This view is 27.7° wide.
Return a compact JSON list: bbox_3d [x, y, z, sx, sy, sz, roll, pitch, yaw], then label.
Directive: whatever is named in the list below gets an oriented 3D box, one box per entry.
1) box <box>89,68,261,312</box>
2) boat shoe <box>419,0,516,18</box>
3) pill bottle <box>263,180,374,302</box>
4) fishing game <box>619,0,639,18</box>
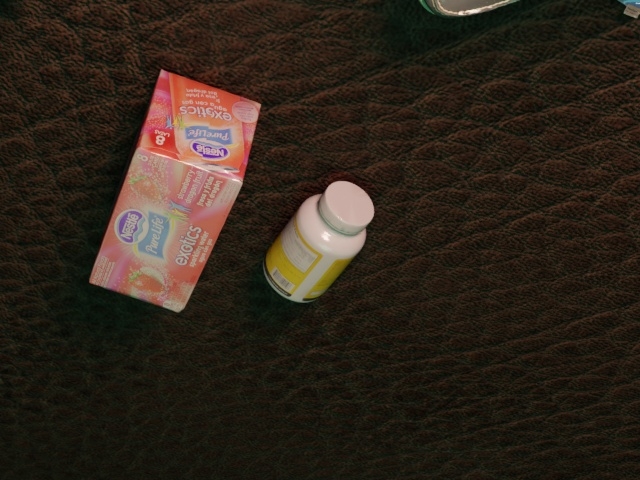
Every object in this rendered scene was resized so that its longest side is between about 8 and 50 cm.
[{"bbox_3d":[-0.198,-0.059,1.735,0.142,0.154,0.300,18,139,-10],"label":"box"},{"bbox_3d":[0.245,-0.314,1.324,0.319,0.099,0.116,-26,124,10],"label":"boat shoe"},{"bbox_3d":[0.000,0.000,1.803,0.103,0.103,0.184,23,137,-15],"label":"pill bottle"},{"bbox_3d":[0.386,-0.317,1.418,0.264,0.041,0.189,12,137,-3],"label":"fishing game"}]
